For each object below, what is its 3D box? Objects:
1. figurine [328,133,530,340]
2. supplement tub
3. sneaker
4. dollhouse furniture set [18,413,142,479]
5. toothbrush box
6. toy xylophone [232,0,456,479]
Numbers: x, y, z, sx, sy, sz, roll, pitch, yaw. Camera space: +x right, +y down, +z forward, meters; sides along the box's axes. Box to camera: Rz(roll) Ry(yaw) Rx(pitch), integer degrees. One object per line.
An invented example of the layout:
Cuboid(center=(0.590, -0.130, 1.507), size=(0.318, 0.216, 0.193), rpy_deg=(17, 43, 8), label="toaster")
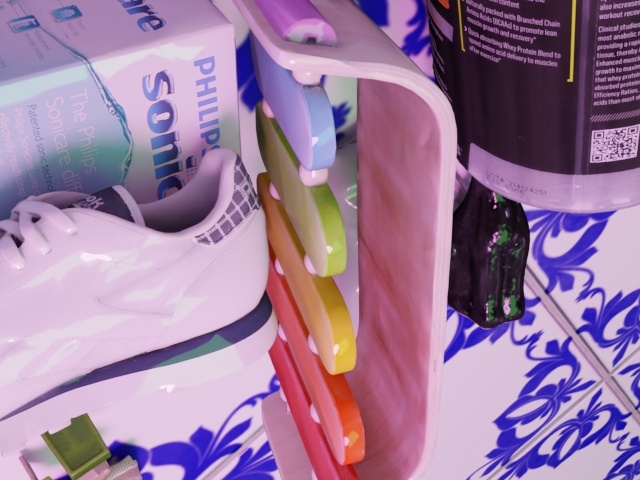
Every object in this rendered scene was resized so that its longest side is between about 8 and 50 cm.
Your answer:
Cuboid(center=(0.077, -0.014, 0.710), size=(0.215, 0.092, 0.209), rpy_deg=(-18, 130, -23), label="figurine")
Cuboid(center=(0.150, -0.180, 0.502), size=(0.194, 0.193, 0.316), rpy_deg=(-30, 142, -11), label="supplement tub")
Cuboid(center=(-0.131, 0.029, 0.386), size=(0.235, 0.090, 0.094), rpy_deg=(-20, 123, -27), label="sneaker")
Cuboid(center=(-0.195, 0.175, 0.721), size=(0.076, 0.058, 0.151), rpy_deg=(-33, 162, -20), label="dollhouse furniture set")
Cuboid(center=(-0.193, -0.008, 0.452), size=(0.296, 0.126, 0.216), rpy_deg=(-21, 138, -21), label="toothbrush box")
Cuboid(center=(0.000, 0.000, 0.509), size=(0.081, 0.236, 0.322), rpy_deg=(-11, 117, -13), label="toy xylophone")
